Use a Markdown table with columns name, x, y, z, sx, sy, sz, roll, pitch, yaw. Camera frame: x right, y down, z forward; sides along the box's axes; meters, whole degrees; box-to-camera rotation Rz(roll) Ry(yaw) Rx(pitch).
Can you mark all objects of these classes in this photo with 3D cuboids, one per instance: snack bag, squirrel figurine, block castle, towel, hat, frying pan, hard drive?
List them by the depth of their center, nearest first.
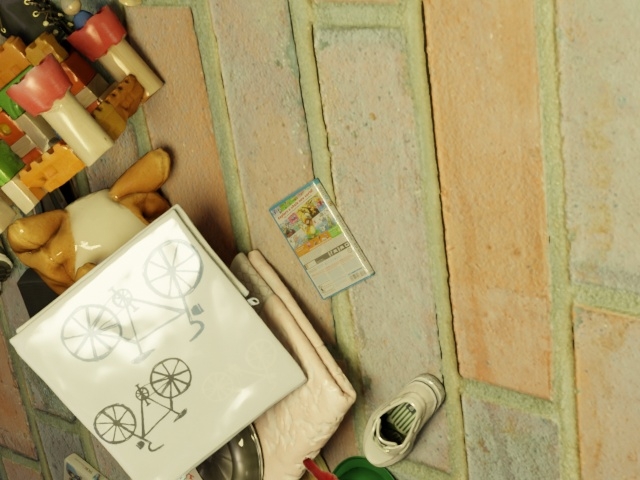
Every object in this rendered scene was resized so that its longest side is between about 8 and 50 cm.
| name | x | y | z | sx | sy | sz | roll | pitch | yaw |
| --- | --- | --- | --- | --- | --- | --- | --- | --- | --- |
| snack bag | -0.230 | 0.173 | 1.677 | 0.342 | 0.323 | 0.037 | 51 | -179 | -7 |
| block castle | -0.488 | -0.171 | 1.753 | 0.453 | 0.303 | 0.213 | -31 | 108 | 29 |
| hat | 0.017 | 0.442 | 1.790 | 0.173 | 0.183 | 0.208 | -29 | 77 | 40 |
| towel | -0.096 | 0.229 | 1.830 | 0.317 | 0.053 | 0.332 | 55 | 138 | 25 |
| squirrel figurine | -0.312 | 0.117 | 1.871 | 0.370 | 0.281 | 0.397 | 57 | 154 | 9 |
| frying pan | -0.199 | 0.299 | 1.911 | 0.326 | 0.053 | 0.197 | 55 | 138 | 22 |
| hard drive | -0.486 | 0.135 | 2.184 | 0.255 | 0.054 | 0.172 | 1 | 114 | 42 |

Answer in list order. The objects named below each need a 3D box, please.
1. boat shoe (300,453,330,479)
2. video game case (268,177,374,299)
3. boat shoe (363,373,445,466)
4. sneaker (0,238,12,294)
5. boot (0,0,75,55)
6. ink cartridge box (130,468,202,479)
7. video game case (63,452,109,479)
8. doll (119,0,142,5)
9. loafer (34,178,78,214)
| name | x | y | z | sx | sy | sz | roll | pitch | yaw |
| --- | --- | --- | --- | --- | --- | --- | --- | --- | --- |
| boat shoe | -0.037 | 0.478 | 1.948 | 0.105 | 0.089 | 0.285 | 14 | 118 | 38 |
| video game case | 0.000 | 0.000 | 1.701 | 0.119 | 0.015 | 0.166 | -30 | 92 | 47 |
| boat shoe | 0.108 | 0.285 | 1.722 | 0.083 | 0.076 | 0.226 | 41 | 134 | 17 |
| sneaker | -0.705 | 0.057 | 2.322 | 0.271 | 0.100 | 0.108 | -39 | 61 | 50 |
| boot | -0.469 | -0.403 | 1.848 | 0.178 | 0.085 | 0.236 | 39 | 134 | 12 |
| ink cartridge box | -0.251 | 0.464 | 2.115 | 0.201 | 0.117 | 0.278 | 22 | 126 | 31 |
| video game case | -0.454 | 0.662 | 2.471 | 0.300 | 0.036 | 0.329 | 31 | 132 | 25 |
| doll | -0.271 | -0.446 | 1.666 | 0.129 | 0.046 | 0.189 | 40 | 128 | 31 |
| loafer | -0.474 | -0.127 | 2.015 | 0.084 | 0.096 | 0.267 | 6 | 125 | 18 |
